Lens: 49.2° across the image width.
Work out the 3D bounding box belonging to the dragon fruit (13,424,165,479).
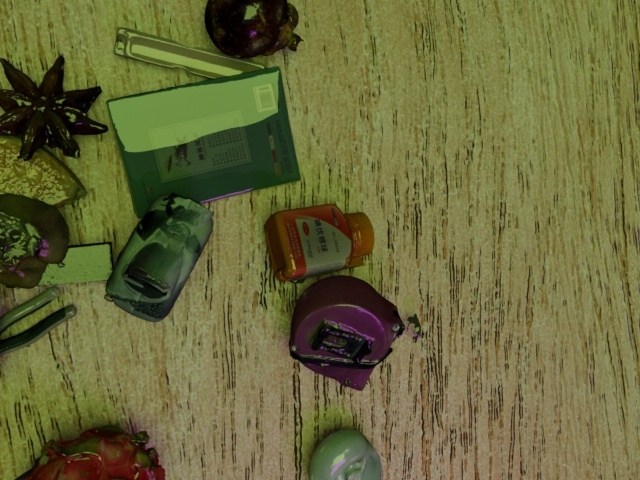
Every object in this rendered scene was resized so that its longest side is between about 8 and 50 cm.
[{"bbox_3d":[-0.472,0.508,1.436,0.303,0.237,0.231,-19,77,-2],"label":"dragon fruit"}]

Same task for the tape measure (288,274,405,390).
[{"bbox_3d":[0.055,0.203,1.554,0.245,0.149,0.231,20,121,-13],"label":"tape measure"}]

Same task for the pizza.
[{"bbox_3d":[-0.653,-0.147,1.420,0.268,0.087,0.257,-27,98,-12],"label":"pizza"}]

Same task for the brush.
[{"bbox_3d":[-0.279,-0.392,1.514,0.321,0.050,0.060,11,104,-15],"label":"brush"}]

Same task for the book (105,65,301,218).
[{"bbox_3d":[-0.245,-0.213,1.520,0.379,0.031,0.264,-13,107,-12],"label":"book"}]

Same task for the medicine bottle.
[{"bbox_3d":[0.000,0.000,1.558,0.222,0.112,0.149,-10,79,-25],"label":"medicine bottle"}]

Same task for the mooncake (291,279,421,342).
[{"bbox_3d":[0.075,0.142,1.638,0.347,0.057,0.150,10,104,-8],"label":"mooncake"}]

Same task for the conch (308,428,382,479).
[{"bbox_3d":[0.060,0.539,1.617,0.185,0.121,0.221,-5,102,-17],"label":"conch"}]

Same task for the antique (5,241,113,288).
[{"bbox_3d":[-0.546,0.052,1.460,0.221,0.081,0.080,-5,94,-14],"label":"antique"}]

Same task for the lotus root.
[{"bbox_3d":[-0.597,0.006,1.359,0.204,0.078,0.183,15,94,-19],"label":"lotus root"}]

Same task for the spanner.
[{"bbox_3d":[-0.664,0.207,1.444,0.325,0.040,0.095,-32,129,-8],"label":"spanner"}]

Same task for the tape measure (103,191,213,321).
[{"bbox_3d":[-0.324,0.029,1.414,0.147,0.275,0.256,29,56,-9],"label":"tape measure"}]

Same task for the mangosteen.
[{"bbox_3d":[-0.135,-0.467,1.489,0.217,0.192,0.192,29,86,-37],"label":"mangosteen"}]

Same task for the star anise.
[{"bbox_3d":[-0.566,-0.257,1.427,0.272,0.102,0.272,9,62,-16],"label":"star anise"}]
